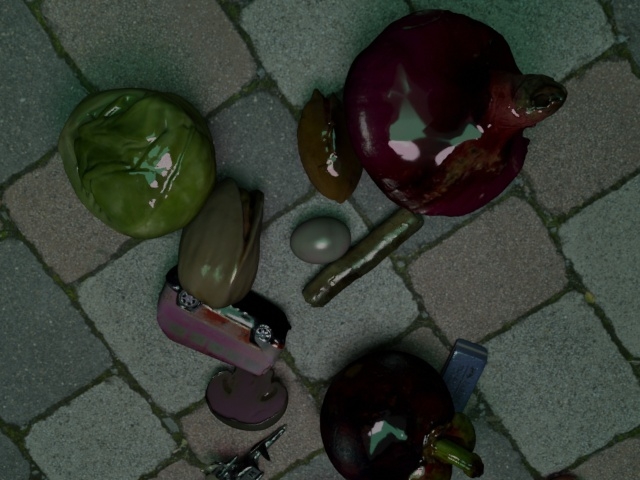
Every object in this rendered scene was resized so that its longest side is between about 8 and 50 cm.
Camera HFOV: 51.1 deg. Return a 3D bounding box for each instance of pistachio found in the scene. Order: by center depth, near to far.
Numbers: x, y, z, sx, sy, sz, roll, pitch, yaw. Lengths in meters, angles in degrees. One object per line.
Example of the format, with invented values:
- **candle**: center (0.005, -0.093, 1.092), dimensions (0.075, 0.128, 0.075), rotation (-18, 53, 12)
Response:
- **pistachio**: center (-0.200, 0.002, 1.383), dimensions (0.166, 0.197, 0.287), rotation (20, 65, -28)

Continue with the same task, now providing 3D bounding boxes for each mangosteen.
- **mangosteen**: center (0.163, 0.401, 1.421), dimensions (0.306, 0.359, 0.306), rotation (-13, 117, -27)

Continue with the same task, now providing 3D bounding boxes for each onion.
- **onion**: center (0.257, -0.229, 1.231), dimensions (0.399, 0.420, 0.398), rotation (-5, 103, -21)

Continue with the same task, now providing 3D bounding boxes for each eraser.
- **eraser**: center (0.313, 0.343, 1.568), dimensions (0.082, 0.036, 0.225), rotation (22, 101, -3)

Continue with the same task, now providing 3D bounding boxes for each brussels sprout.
- **brussels sprout**: center (-0.353, -0.163, 1.331), dimensions (0.328, 0.247, 0.327), rotation (-4, 72, 12)

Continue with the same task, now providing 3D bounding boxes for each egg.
- **egg**: center (0.000, 0.000, 1.457), dimensions (0.135, 0.103, 0.103), rotation (-11, 102, 3)

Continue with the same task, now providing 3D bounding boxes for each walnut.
- **walnut**: center (0.020, -0.198, 1.404), dimensions (0.137, 0.137, 0.245), rotation (-14, 101, 2)

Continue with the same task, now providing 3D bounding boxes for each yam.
- **yam**: center (0.092, 0.037, 1.485), dimensions (0.317, 0.067, 0.071), rotation (-40, 72, 8)

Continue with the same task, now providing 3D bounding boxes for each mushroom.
- **mushroom**: center (-0.168, 0.371, 1.532), dimensions (0.188, 0.141, 0.117), rotation (12, 136, 6)

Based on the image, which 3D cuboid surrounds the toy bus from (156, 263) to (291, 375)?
- **toy bus**: center (-0.218, 0.176, 1.481), dimensions (0.303, 0.127, 0.147), rotation (26, 104, -6)

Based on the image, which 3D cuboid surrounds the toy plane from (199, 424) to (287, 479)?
- **toy plane**: center (-0.172, 0.537, 1.580), dimensions (0.262, 0.088, 0.192), rotation (-39, 127, 4)

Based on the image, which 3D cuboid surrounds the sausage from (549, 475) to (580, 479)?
- **sausage**: center (0.446, 0.695, 1.623), dimensions (0.433, 0.088, 0.088), rotation (-36, 100, 6)
